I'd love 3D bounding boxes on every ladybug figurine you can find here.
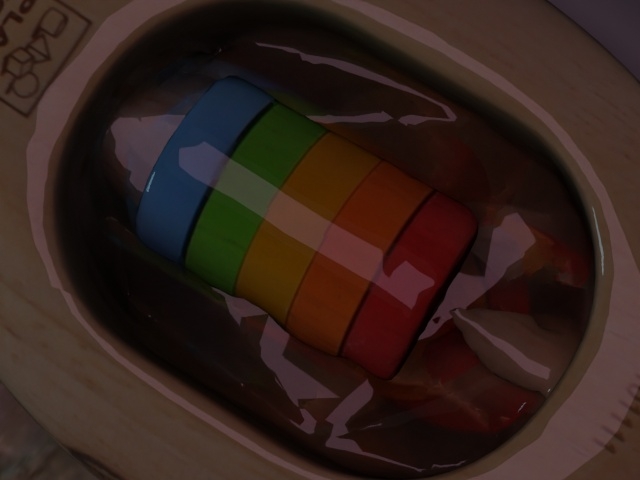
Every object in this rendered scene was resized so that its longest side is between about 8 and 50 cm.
[{"bbox_3d":[0.000,0.000,0.843,0.449,0.162,0.305,34,90,12],"label":"ladybug figurine"}]

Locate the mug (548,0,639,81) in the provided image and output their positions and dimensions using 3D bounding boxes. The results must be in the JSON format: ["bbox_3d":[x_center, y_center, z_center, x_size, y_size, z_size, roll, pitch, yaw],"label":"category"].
[{"bbox_3d":[0.205,-0.244,0.820,0.374,0.276,0.328,36,83,-18],"label":"mug"}]
